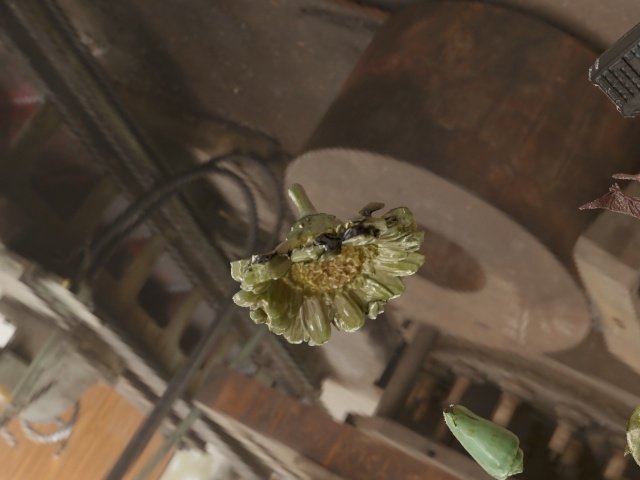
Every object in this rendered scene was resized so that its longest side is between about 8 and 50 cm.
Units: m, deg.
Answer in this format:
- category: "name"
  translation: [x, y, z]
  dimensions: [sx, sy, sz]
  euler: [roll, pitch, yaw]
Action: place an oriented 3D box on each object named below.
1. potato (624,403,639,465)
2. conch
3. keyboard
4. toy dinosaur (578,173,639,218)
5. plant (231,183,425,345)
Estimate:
- category: "potato"
  translation: [0.611, 0.338, 1.824]
  dimensions: [0.248, 0.143, 0.169]
  euler: [36, 132, 4]
- category: "conch"
  translation: [0.283, 0.341, 1.987]
  dimensions: [0.170, 0.079, 0.106]
  euler: [42, 178, 4]
- category: "keyboard"
  translation: [0.472, -0.269, 1.479]
  dimensions: [0.106, 0.262, 0.016]
  euler: [41, -158, -20]
- category: "toy dinosaur"
  translation: [0.508, -0.061, 1.758]
  dimensions: [0.220, 0.108, 0.032]
  euler: [-10, 165, 10]
- category: "plant"
  translation: [0.024, 0.003, 1.841]
  dimensions: [0.306, 0.297, 0.261]
  euler: [17, 151, -29]
